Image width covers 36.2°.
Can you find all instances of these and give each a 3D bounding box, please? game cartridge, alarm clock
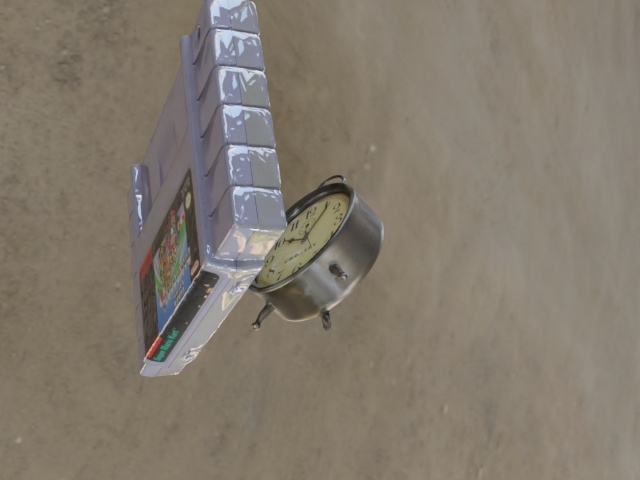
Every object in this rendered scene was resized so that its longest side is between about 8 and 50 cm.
[{"bbox_3d":[-0.124,-0.028,0.919,0.355,0.068,0.230,129,-38,-56],"label":"game cartridge"},{"bbox_3d":[0.000,0.000,0.899,0.064,0.129,0.192,43,34,-26],"label":"alarm clock"}]
